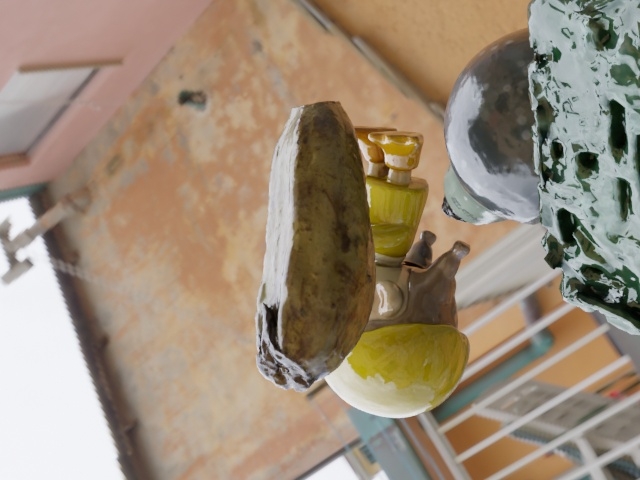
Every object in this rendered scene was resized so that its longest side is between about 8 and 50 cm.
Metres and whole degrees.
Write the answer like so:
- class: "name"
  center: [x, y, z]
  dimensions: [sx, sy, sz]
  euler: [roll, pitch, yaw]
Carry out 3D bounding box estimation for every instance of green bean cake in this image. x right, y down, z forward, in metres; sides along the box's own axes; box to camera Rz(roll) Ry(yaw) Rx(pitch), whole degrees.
- class: "green bean cake"
  center: [0.194, -0.041, 0.483]
  dimensions: [0.107, 0.208, 0.193]
  euler: [-30, -144, -26]

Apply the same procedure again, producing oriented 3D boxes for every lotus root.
- class: "lotus root"
  center: [0.000, 0.000, 0.876]
  dimensions: [0.097, 0.110, 0.258]
  euler: [9, -103, -23]

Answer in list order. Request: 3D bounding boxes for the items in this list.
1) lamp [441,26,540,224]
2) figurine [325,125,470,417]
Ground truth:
- class: "lamp"
  center: [0.176, -0.079, 1.001]
  dimensions: [0.182, 0.314, 0.182]
  euler: [12, -118, -23]
- class: "figurine"
  center: [0.081, 0.039, 1.215]
  dimensions: [0.215, 0.187, 0.343]
  euler: [-98, 6, -78]
